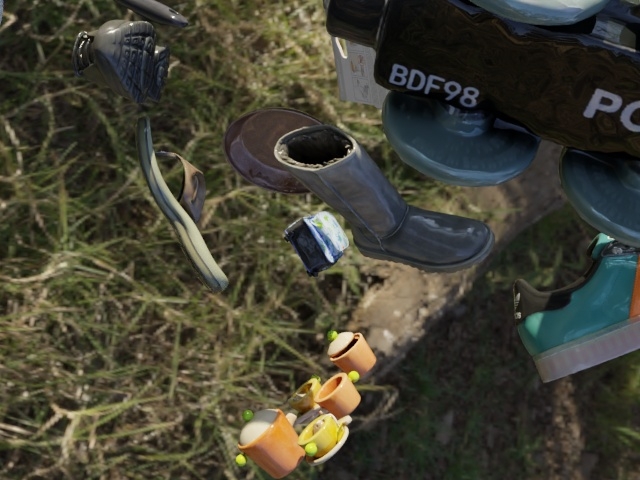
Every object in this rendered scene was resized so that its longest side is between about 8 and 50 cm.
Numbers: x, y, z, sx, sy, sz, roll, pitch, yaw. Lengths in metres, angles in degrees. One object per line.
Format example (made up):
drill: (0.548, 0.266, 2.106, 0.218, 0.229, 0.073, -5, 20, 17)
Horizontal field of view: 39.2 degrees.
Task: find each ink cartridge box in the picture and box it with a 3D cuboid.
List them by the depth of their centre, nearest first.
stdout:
ink cartridge box: (0.116, -0.423, 1.866, 0.066, 0.261, 0.296, -21, 116, -25)

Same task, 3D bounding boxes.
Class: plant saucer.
plant saucer: (-0.057, -0.150, 1.447, 0.198, 0.199, 0.036, 46, 40, -38)

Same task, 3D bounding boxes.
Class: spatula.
spatula: (-0.268, -0.285, 1.023, 0.084, 0.297, 0.030, -9, 116, -61)

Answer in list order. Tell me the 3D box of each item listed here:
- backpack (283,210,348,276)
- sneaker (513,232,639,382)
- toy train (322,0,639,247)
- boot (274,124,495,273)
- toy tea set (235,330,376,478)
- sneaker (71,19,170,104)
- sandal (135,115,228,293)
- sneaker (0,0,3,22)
backpack: (0.000, 0.000, 1.634, 0.105, 0.084, 0.114, 57, 15, 1)
sneaker: (0.339, 0.032, 0.900, 0.108, 0.302, 0.121, 31, 35, -76)
toy train: (0.173, -0.098, 0.419, 0.142, 0.334, 0.190, 102, 7, -51)
boot: (0.073, -0.047, 0.970, 0.208, 0.190, 0.076, 57, 42, -47)
toy tea set: (-0.025, 0.269, 1.578, 0.124, 0.200, 0.336, 50, 31, -10)
sneaker: (-0.291, -0.250, 1.255, 0.130, 0.286, 0.109, 12, 90, -3)
sandal: (-0.211, -0.062, 1.419, 0.086, 0.120, 0.302, -29, 104, -9)
sneaker: (-0.344, -0.108, 0.674, 0.108, 0.169, 0.292, 36, 32, -24)
